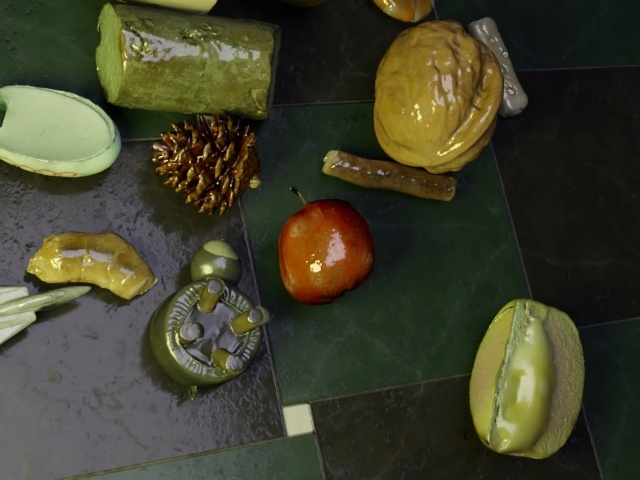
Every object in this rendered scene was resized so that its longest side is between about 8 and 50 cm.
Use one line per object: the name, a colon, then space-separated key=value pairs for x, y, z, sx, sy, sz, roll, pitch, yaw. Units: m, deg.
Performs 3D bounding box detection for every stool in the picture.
stool: x=-0.166 y=0.111 z=1.520 sx=0.153 sy=0.139 sz=0.228 roll=-9 pitch=79 yaw=-26

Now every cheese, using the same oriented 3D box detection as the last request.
cheese: x=0.325 y=-0.320 z=1.916 sx=0.065 sy=0.043 sz=0.194 roll=-17 pitch=82 yaw=-21

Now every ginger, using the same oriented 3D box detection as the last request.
ginger: x=-0.330 y=0.033 z=1.519 sx=0.190 sy=0.069 sz=0.095 roll=7 pitch=92 yaw=-20

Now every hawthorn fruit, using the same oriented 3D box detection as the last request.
hawthorn fruit: x=0.000 y=0.000 z=1.616 sx=0.157 sy=0.157 sz=0.194 roll=-17 pitch=76 yaw=-26

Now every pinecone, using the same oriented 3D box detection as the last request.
pinecone: x=-0.173 y=-0.121 z=1.585 sx=0.173 sy=0.173 sz=0.173 roll=7 pitch=71 yaw=-20

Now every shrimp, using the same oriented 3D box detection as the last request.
shrimp: x=0.127 y=-0.529 z=1.891 sx=0.152 sy=0.063 sz=0.287 roll=-18 pitch=84 yaw=-28

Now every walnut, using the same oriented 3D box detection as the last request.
walnut: x=0.191 y=-0.234 z=1.733 sx=0.224 sy=0.257 sz=0.257 roll=40 pitch=56 yaw=-45

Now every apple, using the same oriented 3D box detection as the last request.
apple: x=0.339 y=0.238 z=1.698 sx=0.193 sy=0.120 sz=0.265 roll=26 pitch=67 yaw=-27

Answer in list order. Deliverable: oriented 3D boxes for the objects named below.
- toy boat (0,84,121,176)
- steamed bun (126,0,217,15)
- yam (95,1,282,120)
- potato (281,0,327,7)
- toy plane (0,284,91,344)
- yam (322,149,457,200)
toy boat: x=-0.403 y=-0.157 z=1.559 sx=0.207 sy=0.079 sz=0.134 roll=10 pitch=61 yaw=-7
steamed bun: x=-0.250 y=-0.447 z=1.646 sx=0.225 sy=0.200 sz=0.170 roll=14 pitch=91 yaw=-30
yam: x=-0.192 y=-0.275 z=1.618 sx=0.304 sy=0.168 sz=0.168 roll=3 pitch=72 yaw=-21
potato: x=-0.056 y=-0.460 z=1.725 sx=0.251 sy=0.149 sz=0.113 roll=42 pitch=59 yaw=-56
toy plane: x=-0.453 y=0.103 z=1.442 sx=0.267 sy=0.088 sz=0.212 roll=-14 pitch=80 yaw=-34
yam: x=0.120 y=-0.110 z=1.755 sx=0.241 sy=0.057 sz=0.057 roll=11 pitch=69 yaw=-17
